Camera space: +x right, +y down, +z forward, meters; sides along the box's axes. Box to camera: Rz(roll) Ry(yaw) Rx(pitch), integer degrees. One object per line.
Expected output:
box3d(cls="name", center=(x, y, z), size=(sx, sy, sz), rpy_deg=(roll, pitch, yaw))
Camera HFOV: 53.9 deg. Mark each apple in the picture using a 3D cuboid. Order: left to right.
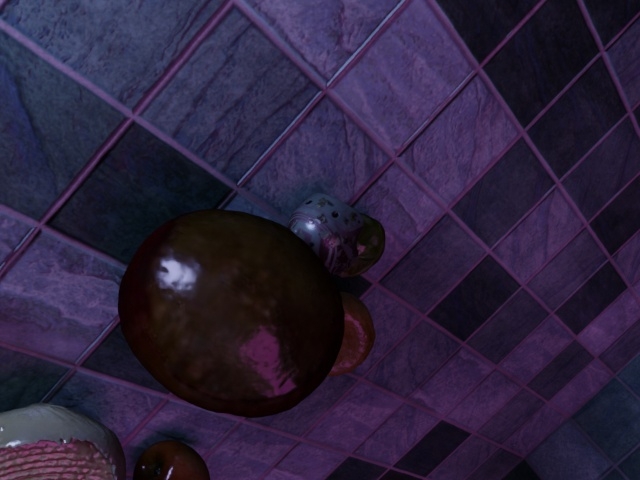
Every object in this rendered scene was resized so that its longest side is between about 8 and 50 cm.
box3d(cls="apple", center=(-0.354, 0.575, 1.495), size=(0.181, 0.181, 0.168), rpy_deg=(-33, 137, -5))

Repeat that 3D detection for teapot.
box3d(cls="teapot", center=(0.012, 0.185, 1.437), size=(0.203, 0.167, 0.311), rpy_deg=(-27, 115, 8))

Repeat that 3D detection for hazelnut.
box3d(cls="hazelnut", center=(-0.163, 0.138, 1.154), size=(0.421, 0.352, 0.421), rpy_deg=(5, 160, 2))

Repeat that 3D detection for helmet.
box3d(cls="helmet", center=(-0.007, -0.001, 1.254), size=(0.107, 0.153, 0.176), rpy_deg=(-29, 137, -53))

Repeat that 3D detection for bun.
box3d(cls="bun", center=(-0.575, 0.452, 1.249), size=(0.364, 0.202, 0.364), rpy_deg=(-12, 125, -17))

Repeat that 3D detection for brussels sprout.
box3d(cls="brussels sprout", center=(0.070, 0.011, 1.356), size=(0.155, 0.117, 0.155), rpy_deg=(-21, 129, -29))
